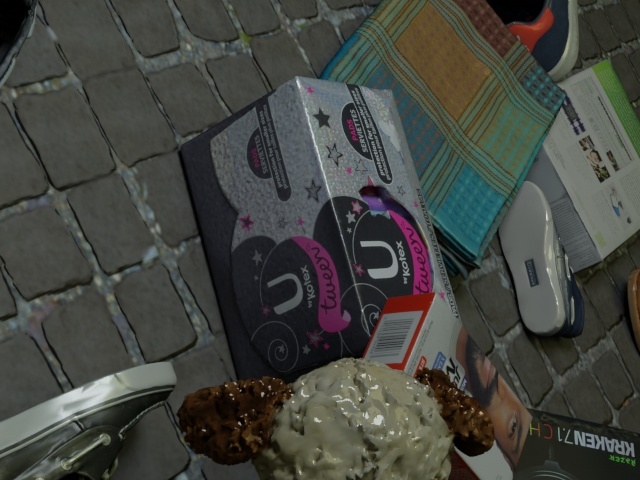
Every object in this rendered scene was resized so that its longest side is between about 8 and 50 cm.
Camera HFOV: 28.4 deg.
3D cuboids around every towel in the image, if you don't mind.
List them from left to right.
[{"bbox_3d":[0.148,-0.164,1.459,0.271,0.040,0.370,47,46,-13],"label":"towel"}]

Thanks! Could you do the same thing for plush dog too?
[{"bbox_3d":[0.012,0.191,0.891,0.262,0.210,0.225,-1,106,-17],"label":"plush dog"}]

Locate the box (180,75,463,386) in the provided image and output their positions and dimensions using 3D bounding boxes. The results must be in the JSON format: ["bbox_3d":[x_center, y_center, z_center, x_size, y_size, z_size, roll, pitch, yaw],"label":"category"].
[{"bbox_3d":[0.000,0.000,1.125,0.142,0.163,0.247,-1,70,-49],"label":"box"}]

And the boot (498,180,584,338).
[{"bbox_3d":[0.268,0.026,1.522,0.086,0.069,0.190,16,65,-53],"label":"boot"}]

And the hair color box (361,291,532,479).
[{"bbox_3d":[0.102,0.131,1.021,0.167,0.053,0.093,51,48,-32],"label":"hair color box"}]

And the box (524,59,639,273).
[{"bbox_3d":[0.369,-0.110,1.725,0.322,0.058,0.232,-27,90,-52],"label":"box"}]

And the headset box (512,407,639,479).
[{"bbox_3d":[0.180,0.305,1.116,0.246,0.131,0.283,14,55,-16],"label":"headset box"}]

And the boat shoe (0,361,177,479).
[{"bbox_3d":[-0.184,0.148,0.898,0.219,0.078,0.070,-21,85,-45],"label":"boat shoe"}]

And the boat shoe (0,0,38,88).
[{"bbox_3d":[-0.264,-0.202,0.986,0.108,0.102,0.301,37,44,-30],"label":"boat shoe"}]

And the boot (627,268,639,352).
[{"bbox_3d":[0.542,0.135,1.642,0.109,0.220,0.283,-19,84,-53],"label":"boot"}]

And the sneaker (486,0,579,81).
[{"bbox_3d":[0.268,-0.384,1.706,0.148,0.131,0.350,29,48,-43],"label":"sneaker"}]
